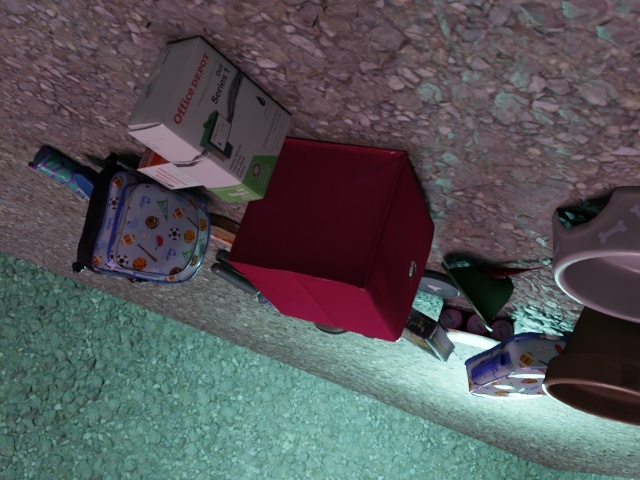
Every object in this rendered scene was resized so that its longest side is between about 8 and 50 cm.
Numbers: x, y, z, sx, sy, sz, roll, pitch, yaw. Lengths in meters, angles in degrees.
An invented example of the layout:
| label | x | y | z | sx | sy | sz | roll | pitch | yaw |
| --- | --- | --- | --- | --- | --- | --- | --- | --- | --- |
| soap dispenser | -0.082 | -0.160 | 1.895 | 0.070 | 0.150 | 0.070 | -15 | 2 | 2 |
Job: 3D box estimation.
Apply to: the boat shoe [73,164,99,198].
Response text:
| label | x | y | z | sx | sy | sz | roll | pitch | yaw |
| --- | --- | --- | --- | --- | --- | --- | --- | --- | --- |
| boat shoe | -0.472 | -0.099 | 1.791 | 0.109 | 0.089 | 0.258 | 10 | 151 | 45 |

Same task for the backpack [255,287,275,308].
| label | x | y | z | sx | sy | sz | roll | pitch | yaw |
| --- | --- | --- | --- | --- | --- | --- | --- | --- | --- |
| backpack | -0.127 | 0.124 | 2.048 | 0.084 | 0.114 | 0.105 | 27 | 160 | -24 |

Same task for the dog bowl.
| label | x | y | z | sx | sy | sz | roll | pitch | yaw |
| --- | --- | --- | --- | --- | --- | --- | --- | --- | --- |
| dog bowl | 0.536 | 0.042 | 1.199 | 0.348 | 0.102 | 0.349 | 16 | 161 | 6 |

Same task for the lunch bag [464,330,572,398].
| label | x | y | z | sx | sy | sz | roll | pitch | yaw |
| --- | --- | --- | --- | --- | --- | --- | --- | --- | --- |
| lunch bag | 0.498 | 0.303 | 1.819 | 0.243 | 0.115 | 0.303 | 8 | 153 | -18 |

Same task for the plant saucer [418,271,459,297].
| label | x | y | z | sx | sy | sz | roll | pitch | yaw |
| --- | --- | --- | --- | --- | --- | --- | --- | --- | --- |
| plant saucer | 0.266 | 0.100 | 1.746 | 0.119 | 0.021 | 0.119 | 17 | 162 | 6 |

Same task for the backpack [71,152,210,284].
| label | x | y | z | sx | sy | sz | roll | pitch | yaw |
| --- | --- | --- | --- | --- | --- | --- | --- | --- | --- |
| backpack | -0.377 | -0.023 | 1.679 | 0.263 | 0.277 | 0.213 | 15 | -177 | -42 |

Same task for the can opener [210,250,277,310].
| label | x | y | z | sx | sy | sz | roll | pitch | yaw |
| --- | --- | --- | --- | --- | --- | --- | --- | --- | --- |
| can opener | -0.210 | 0.121 | 2.183 | 0.283 | 0.076 | 0.095 | 34 | 156 | -35 |

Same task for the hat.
| label | x | y | z | sx | sy | sz | roll | pitch | yaw |
| --- | --- | --- | --- | --- | --- | --- | --- | --- | --- |
| hat | 0.379 | 0.073 | 1.559 | 0.173 | 0.183 | 0.209 | 46 | -170 | -41 |

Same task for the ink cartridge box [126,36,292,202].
| label | x | y | z | sx | sy | sz | roll | pitch | yaw |
| --- | --- | --- | --- | --- | --- | --- | --- | --- | --- |
| ink cartridge box | -0.166 | -0.181 | 1.161 | 0.092 | 0.160 | 0.219 | -1 | 154 | 42 |

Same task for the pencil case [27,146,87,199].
| label | x | y | z | sx | sy | sz | roll | pitch | yaw |
| --- | --- | --- | --- | --- | --- | --- | --- | --- | --- |
| pencil case | -0.613 | -0.161 | 1.797 | 0.070 | 0.065 | 0.151 | -25 | 138 | 29 |

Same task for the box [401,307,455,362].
| label | x | y | z | sx | sy | sz | roll | pitch | yaw |
| --- | --- | --- | --- | --- | --- | --- | --- | --- | --- |
| box | 0.220 | 0.211 | 1.934 | 0.231 | 0.056 | 0.183 | 30 | 168 | 35 |

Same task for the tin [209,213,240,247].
| label | x | y | z | sx | sy | sz | roll | pitch | yaw |
| --- | --- | --- | --- | --- | --- | --- | --- | --- | --- |
| tin | -0.211 | -0.012 | 1.874 | 0.189 | 0.040 | 0.106 | 27 | 164 | -21 |

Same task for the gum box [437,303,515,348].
| label | x | y | z | sx | sy | sz | roll | pitch | yaw |
| --- | --- | --- | --- | --- | --- | --- | --- | --- | --- |
| gum box | 0.398 | 0.226 | 1.904 | 0.188 | 0.062 | 0.107 | 12 | 161 | 20 |

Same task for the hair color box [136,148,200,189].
| label | x | y | z | sx | sy | sz | roll | pitch | yaw |
| --- | --- | --- | --- | --- | --- | --- | --- | --- | --- |
| hair color box | -0.287 | -0.152 | 1.528 | 0.167 | 0.054 | 0.093 | -3 | 153 | 46 |

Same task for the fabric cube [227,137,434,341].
| label | x | y | z | sx | sy | sz | roll | pitch | yaw |
| --- | --- | --- | --- | --- | --- | --- | --- | --- | --- |
| fabric cube | 0.033 | -0.001 | 1.332 | 0.258 | 0.254 | 0.258 | 11 | 158 | 24 |

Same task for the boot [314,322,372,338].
| label | x | y | z | sx | sy | sz | roll | pitch | yaw |
| --- | --- | --- | --- | --- | --- | --- | --- | --- | --- |
| boot | 0.060 | 0.203 | 2.182 | 0.246 | 0.084 | 0.161 | 2 | 145 | 36 |

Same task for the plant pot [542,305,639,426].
| label | x | y | z | sx | sy | sz | roll | pitch | yaw |
| --- | --- | --- | --- | --- | --- | --- | --- | --- | --- |
| plant pot | 0.572 | 0.204 | 1.415 | 0.262 | 0.230 | 0.263 | 17 | 162 | 6 |
